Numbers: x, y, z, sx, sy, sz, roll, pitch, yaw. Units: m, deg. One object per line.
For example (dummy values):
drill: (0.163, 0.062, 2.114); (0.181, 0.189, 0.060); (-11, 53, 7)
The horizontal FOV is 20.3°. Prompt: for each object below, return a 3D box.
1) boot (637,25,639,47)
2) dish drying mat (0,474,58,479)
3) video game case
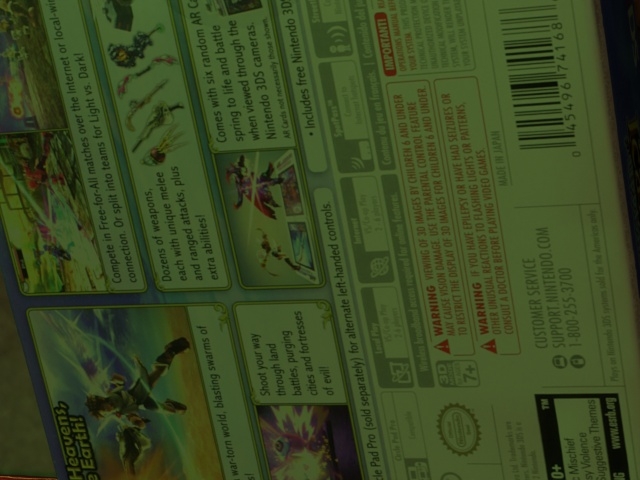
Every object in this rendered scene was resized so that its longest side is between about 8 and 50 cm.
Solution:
boot: (0.070, -0.113, 0.683); (0.248, 0.090, 0.207); (-6, 99, 9)
dish drying mat: (-0.125, 0.117, 0.774); (0.083, 0.008, 0.032); (2, 99, 4)
video game case: (0.000, 0.000, 0.659); (0.244, 0.061, 0.269); (-2, 112, 21)
